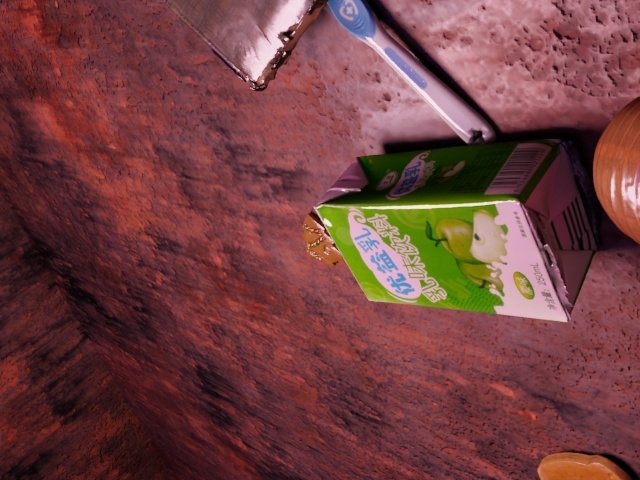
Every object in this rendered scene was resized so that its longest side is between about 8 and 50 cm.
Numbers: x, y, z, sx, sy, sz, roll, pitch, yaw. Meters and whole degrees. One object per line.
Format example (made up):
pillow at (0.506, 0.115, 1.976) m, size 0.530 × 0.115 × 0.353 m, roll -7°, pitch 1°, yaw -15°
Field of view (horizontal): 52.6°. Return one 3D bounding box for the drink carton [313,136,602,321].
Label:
drink carton at (0.146, -0.010, 0.695) m, size 0.271 × 0.108 × 0.161 m, roll 2°, pitch 132°, yaw 45°

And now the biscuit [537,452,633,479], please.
biscuit at (0.366, 0.334, 0.876) m, size 0.140 × 0.023 × 0.118 m, roll -19°, pitch 109°, yaw 53°

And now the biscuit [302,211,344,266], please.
biscuit at (0.000, 0.000, 0.959) m, size 0.082 × 0.016 × 0.092 m, roll 8°, pitch 131°, yaw 44°

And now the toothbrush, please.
toothbrush at (0.041, -0.234, 0.677) m, size 0.386 × 0.040 × 0.040 m, roll 44°, pitch 146°, yaw 0°

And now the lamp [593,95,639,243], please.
lamp at (0.280, -0.055, 0.494) m, size 0.136 × 0.136 × 0.136 m, roll 29°, pitch 141°, yaw 26°

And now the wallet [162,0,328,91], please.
wallet at (-0.041, -0.305, 0.624) m, size 0.169 × 0.044 × 0.317 m, roll 43°, pitch 135°, yaw -3°
